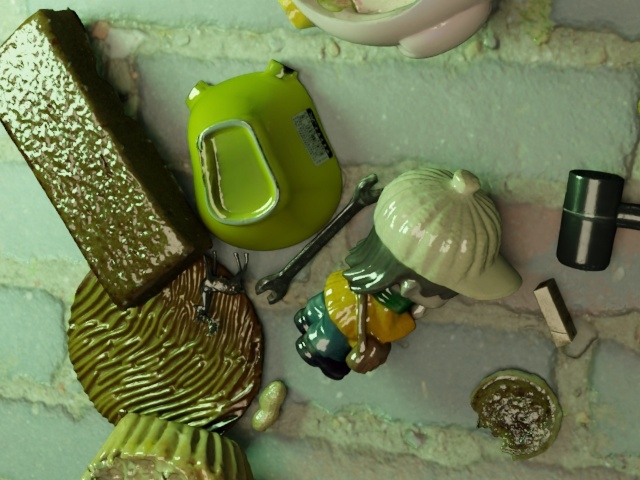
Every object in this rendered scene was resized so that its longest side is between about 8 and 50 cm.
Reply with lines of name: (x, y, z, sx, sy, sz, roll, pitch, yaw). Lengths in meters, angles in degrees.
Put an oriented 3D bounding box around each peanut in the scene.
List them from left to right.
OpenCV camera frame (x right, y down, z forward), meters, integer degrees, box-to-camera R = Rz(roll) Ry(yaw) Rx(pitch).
peanut: (-0.073, 0.241, 1.949, 0.037, 0.037, 0.083, 23, 102, 13)

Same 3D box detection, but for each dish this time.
dish: (-0.098, -0.106, 1.850, 0.221, 0.108, 0.262, -12, 97, 20)

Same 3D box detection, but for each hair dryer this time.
hair dryer: (0.418, -0.017, 1.721, 0.219, 0.071, 0.124, 7, 105, 9)

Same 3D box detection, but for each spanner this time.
spanner: (0.000, 0.000, 1.870, 0.254, 0.054, 0.015, -45, 45, 21)

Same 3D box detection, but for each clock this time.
clock: (0.128, -0.421, 1.635, 0.377, 0.250, 0.368, -24, 92, 28)

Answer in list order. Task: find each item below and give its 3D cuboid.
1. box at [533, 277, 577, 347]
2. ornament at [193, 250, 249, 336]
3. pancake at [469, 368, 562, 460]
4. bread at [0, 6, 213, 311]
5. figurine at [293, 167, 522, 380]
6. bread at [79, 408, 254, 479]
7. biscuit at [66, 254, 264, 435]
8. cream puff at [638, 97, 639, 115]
box: (0.311, 0.095, 1.779, 0.024, 0.053, 0.083, -21, 92, 22)
ornament: (-0.143, 0.076, 1.908, 0.073, 0.028, 0.125, 7, 84, 5)
pancake: (0.269, 0.234, 1.839, 0.129, 0.022, 0.116, 43, 111, 2)
bread: (-0.320, -0.115, 1.903, 0.165, 0.113, 0.416, -35, 83, 25)
figurine: (0.092, 0.039, 1.776, 0.332, 0.185, 0.204, -29, 126, 17)
bread: (-0.206, 0.358, 1.939, 0.274, 0.149, 0.274, 12, 141, 10)
biscuit: (-0.232, 0.156, 1.985, 0.318, 0.040, 0.317, 3, 101, 18)
cream puff: (0.459, -0.188, 1.645, 0.156, 0.156, 0.121, 64, 154, -2)
